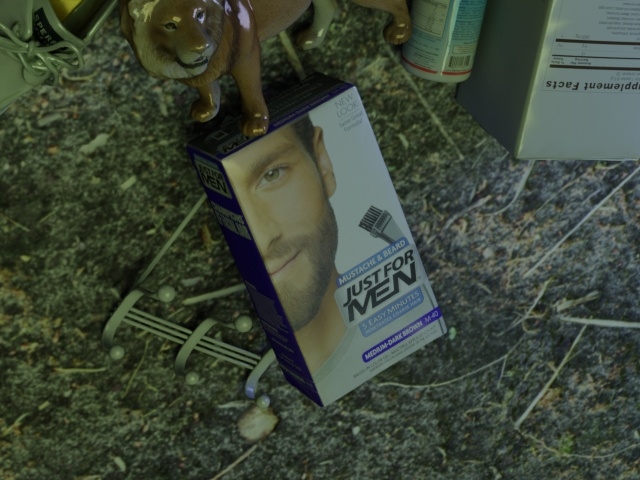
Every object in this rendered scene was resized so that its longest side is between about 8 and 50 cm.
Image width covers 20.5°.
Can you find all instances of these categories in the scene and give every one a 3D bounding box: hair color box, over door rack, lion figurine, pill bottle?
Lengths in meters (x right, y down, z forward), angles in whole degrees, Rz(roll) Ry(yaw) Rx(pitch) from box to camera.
[{"bbox_3d":[0.000,0.000,2.040,0.185,0.110,0.339,-31,115,-17],"label":"hair color box"},{"bbox_3d":[-0.084,0.042,2.116,0.239,0.108,0.324,23,106,-32],"label":"over door rack"},{"bbox_3d":[-0.052,-0.264,1.899,0.392,0.142,0.240,-41,138,-31],"label":"lion figurine"},{"bbox_3d":[0.148,-0.271,2.052,0.087,0.087,0.160,1,117,-23],"label":"pill bottle"}]

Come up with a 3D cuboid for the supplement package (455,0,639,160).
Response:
[{"bbox_3d":[0.295,-0.260,2.064,0.175,0.177,0.293,-1,118,-23],"label":"supplement package"}]

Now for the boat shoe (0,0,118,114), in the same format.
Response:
[{"bbox_3d":[-0.293,-0.225,1.851,0.367,0.156,0.136,-43,124,4],"label":"boat shoe"}]
